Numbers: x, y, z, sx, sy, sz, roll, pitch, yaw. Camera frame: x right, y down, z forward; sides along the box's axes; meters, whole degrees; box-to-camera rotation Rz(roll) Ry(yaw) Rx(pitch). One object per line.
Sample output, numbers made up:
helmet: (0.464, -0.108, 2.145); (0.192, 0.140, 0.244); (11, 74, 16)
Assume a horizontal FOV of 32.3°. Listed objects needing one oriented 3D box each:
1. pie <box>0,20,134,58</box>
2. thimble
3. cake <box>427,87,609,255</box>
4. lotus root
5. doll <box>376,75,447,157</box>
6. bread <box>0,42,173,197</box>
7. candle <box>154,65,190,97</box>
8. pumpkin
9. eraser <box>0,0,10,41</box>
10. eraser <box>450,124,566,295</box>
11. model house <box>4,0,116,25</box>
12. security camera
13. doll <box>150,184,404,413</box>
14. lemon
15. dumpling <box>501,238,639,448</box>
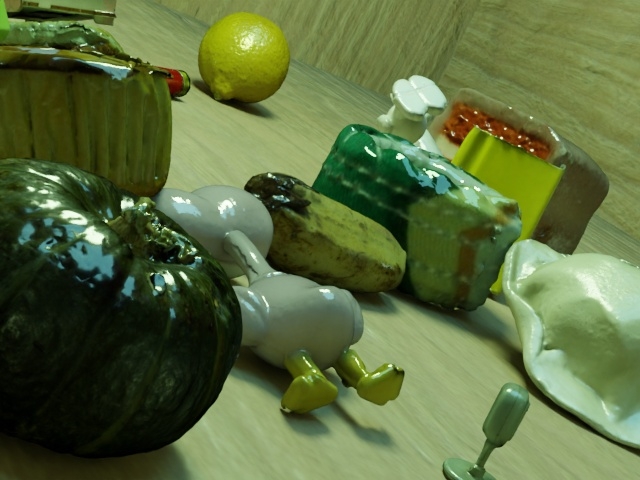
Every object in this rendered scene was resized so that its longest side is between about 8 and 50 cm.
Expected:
pie: (-0.385, -0.279, 1.629); (0.257, 0.105, 0.274); (20, 10, 18)
thimble: (0.126, -0.032, 1.480); (0.288, 0.167, 0.254); (31, 14, 24)
cake: (0.340, -0.111, 2.044); (0.309, 0.237, 0.230); (36, 6, 39)
lotus root: (0.000, 0.000, 1.276); (0.258, 0.097, 0.110); (27, 46, -36)
doll: (0.159, -0.157, 1.876); (0.208, 0.271, 0.144); (-7, 56, -36)
bread: (-0.252, -0.112, 1.034); (0.227, 0.142, 0.253); (-4, 12, -16)
candle: (-0.279, -0.280, 1.944); (0.052, 0.052, 0.131); (30, 15, 17)
pumpkin: (-0.153, 0.037, 0.694); (0.224, 0.157, 0.223); (35, 13, -9)
eraser: (-0.445, -0.203, 1.012); (0.210, 0.092, 0.274); (-12, 4, 13)
eraser: (0.246, -0.045, 1.652); (0.158, 0.226, 0.069); (27, 4, 5)
model house: (-0.470, -0.411, 1.683); (0.244, 0.169, 0.326); (-4, 10, -32)
security camera: (0.146, 0.162, 0.913); (0.058, 0.092, 0.058); (26, 12, -6)
doll: (-0.068, 0.031, 1.025); (0.160, 0.094, 0.365); (2, 24, -39)
lemon: (-0.156, -0.369, 2.252); (0.187, 0.187, 0.244); (27, 44, 5)
dumpling: (0.334, 0.136, 1.325); (0.318, 0.187, 0.243); (29, 50, 25)
